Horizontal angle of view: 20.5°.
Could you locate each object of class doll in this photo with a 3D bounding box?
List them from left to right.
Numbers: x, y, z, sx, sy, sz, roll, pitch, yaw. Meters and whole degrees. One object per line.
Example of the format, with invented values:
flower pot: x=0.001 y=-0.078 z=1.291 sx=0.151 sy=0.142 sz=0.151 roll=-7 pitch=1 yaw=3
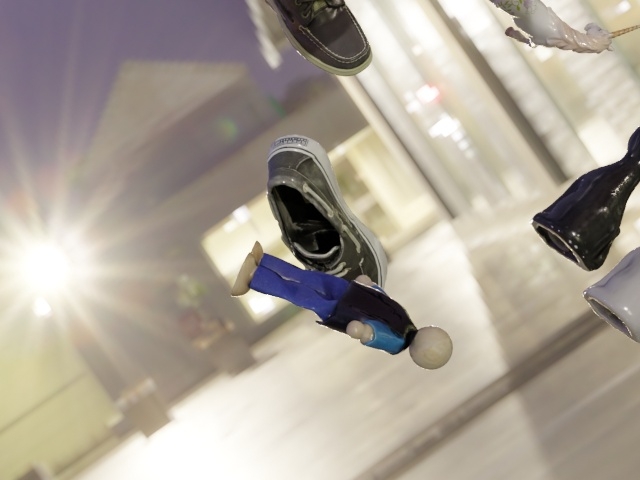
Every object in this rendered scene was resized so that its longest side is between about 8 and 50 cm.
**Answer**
doll: x=0.024 y=0.056 z=1.482 sx=0.129 sy=0.189 sz=0.046 roll=-60 pitch=-7 yaw=-72

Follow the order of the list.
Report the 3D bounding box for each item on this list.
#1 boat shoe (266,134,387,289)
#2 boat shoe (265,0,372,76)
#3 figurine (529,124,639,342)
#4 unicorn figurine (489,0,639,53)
boat shoe: x=0.000 y=0.000 z=1.682 sx=0.077 sy=0.219 sz=0.070 roll=-11 pitch=43 yaw=22
boat shoe: x=-0.018 y=-0.292 z=2.144 sx=0.080 sy=0.223 sz=0.073 roll=-32 pitch=-24 yaw=-14
figurine: x=0.381 y=-0.021 z=2.062 sx=0.209 sy=0.215 sz=0.092 roll=-44 pitch=32 yaw=-8
unicorn figurine: x=0.206 y=-0.214 z=1.682 sx=0.111 sy=0.162 sz=0.060 roll=32 pitch=102 yaw=55
